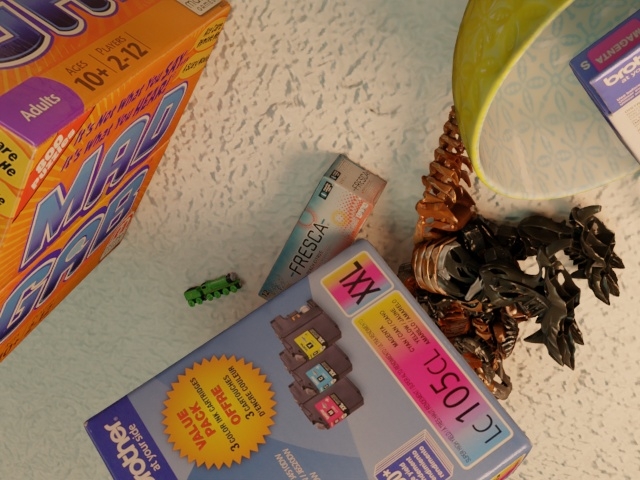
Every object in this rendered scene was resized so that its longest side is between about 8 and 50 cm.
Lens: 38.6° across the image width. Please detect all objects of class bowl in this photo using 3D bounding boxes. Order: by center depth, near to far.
[{"bbox_3d":[0.214,-0.182,0.716,0.289,0.289,0.156,-50,53,35],"label":"bowl"}]

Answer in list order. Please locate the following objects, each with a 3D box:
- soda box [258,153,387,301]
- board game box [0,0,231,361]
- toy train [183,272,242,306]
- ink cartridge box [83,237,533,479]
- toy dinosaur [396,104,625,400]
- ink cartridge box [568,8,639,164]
[{"bbox_3d":[0.000,0.000,0.989,0.063,0.058,0.183,31,125,1],"label":"soda box"},{"bbox_3d":[-0.367,-0.124,0.871,0.356,0.356,0.356,33,126,-1],"label":"board game box"},{"bbox_3d":[-0.130,0.059,1.100,0.083,0.017,0.024,-20,100,30],"label":"toy train"},{"bbox_3d":[-0.038,0.222,0.887,0.270,0.395,0.151,51,170,24],"label":"ink cartridge box"},{"bbox_3d":[0.160,0.034,0.902,0.218,0.164,0.322,8,145,35],"label":"toy dinosaur"},{"bbox_3d":[0.298,-0.123,0.656,0.186,0.311,0.065,-37,60,18],"label":"ink cartridge box"}]
